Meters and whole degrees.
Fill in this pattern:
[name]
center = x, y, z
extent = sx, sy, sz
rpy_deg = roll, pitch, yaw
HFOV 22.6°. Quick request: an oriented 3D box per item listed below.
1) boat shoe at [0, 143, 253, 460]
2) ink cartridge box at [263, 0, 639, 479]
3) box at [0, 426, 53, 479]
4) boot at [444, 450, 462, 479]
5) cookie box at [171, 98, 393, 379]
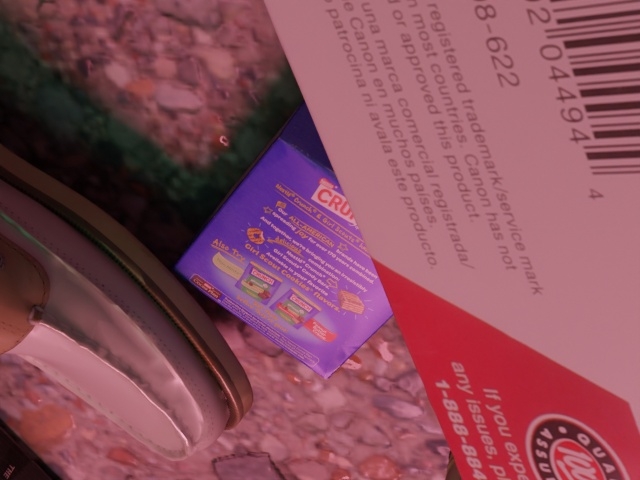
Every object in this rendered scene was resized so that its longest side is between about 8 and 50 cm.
[boat shoe]
center = -0.168, 0.011, 0.733
extent = 0.302, 0.103, 0.113
rpy_deg = 42, 150, -10
[ink cartridge box]
center = 0.199, -0.031, 0.417
extent = 0.385, 0.160, 0.279
rpy_deg = 1, 121, 43
[box]
center = -0.253, 0.168, 0.833
extent = 0.056, 0.231, 0.183
rpy_deg = -21, 117, 39
[boot]
center = 0.135, 0.150, 0.696
extent = 0.213, 0.165, 0.077
rpy_deg = -8, 126, 31
[cookie box]
center = 0.000, 0.000, 0.711
extent = 0.092, 0.040, 0.107
rpy_deg = 36, 134, -8
